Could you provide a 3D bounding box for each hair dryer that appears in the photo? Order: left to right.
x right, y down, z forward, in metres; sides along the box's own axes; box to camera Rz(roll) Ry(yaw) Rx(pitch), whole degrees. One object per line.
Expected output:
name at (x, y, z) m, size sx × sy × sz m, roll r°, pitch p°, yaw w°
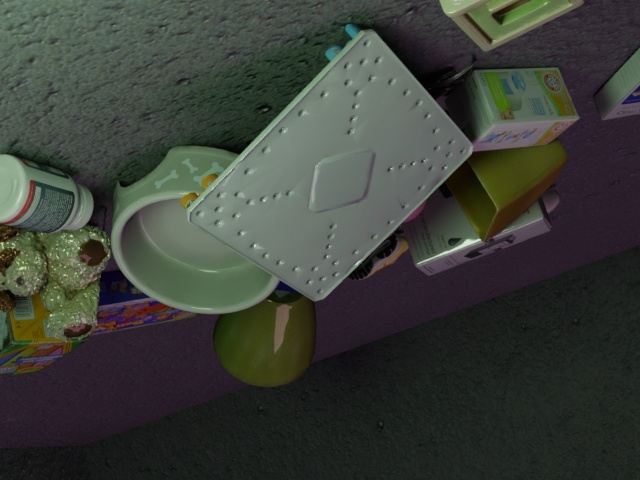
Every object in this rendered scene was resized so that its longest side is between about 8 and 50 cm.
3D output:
hair dryer at (0.132, -0.213, 1.699) m, size 0.223 × 0.080 × 0.293 m, roll -7°, pitch 161°, yaw -31°

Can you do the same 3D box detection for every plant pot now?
plant pot at (-0.123, 0.180, 2.481) m, size 0.275 × 0.275 × 0.293 m, roll -10°, pitch 147°, yaw -20°
plant pot at (0.357, -0.154, 1.912) m, size 0.187 × 0.212 × 0.212 m, roll -27°, pitch 164°, yaw -6°

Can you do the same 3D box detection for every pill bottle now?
pill bottle at (-0.453, -0.068, 1.567) m, size 0.108 × 0.108 × 0.180 m, roll -23°, pitch 161°, yaw 22°

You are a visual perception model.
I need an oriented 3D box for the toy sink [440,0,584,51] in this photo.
toy sink at (0.223, -0.354, 1.243) m, size 0.153 × 0.131 × 0.234 m, roll -24°, pitch 161°, yaw 21°

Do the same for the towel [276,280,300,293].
towel at (-0.116, 0.024, 2.102) m, size 0.308 × 0.076 × 0.227 m, roll 12°, pitch 148°, yaw -15°

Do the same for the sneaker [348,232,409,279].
sneaker at (0.152, 0.046, 2.545) m, size 0.094 × 0.081 × 0.208 m, roll -1°, pitch 157°, yaw -47°

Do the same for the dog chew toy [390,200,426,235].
dog chew toy at (0.069, -0.074, 1.899) m, size 0.332 × 0.207 × 0.206 m, roll -15°, pitch 165°, yaw -30°

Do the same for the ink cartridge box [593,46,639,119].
ink cartridge box at (0.673, -0.342, 1.822) m, size 0.175 × 0.069 × 0.371 m, roll -11°, pitch 165°, yaw -15°

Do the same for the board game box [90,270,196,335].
board game box at (-0.442, 0.138, 2.288) m, size 0.347 × 0.078 × 0.233 m, roll -9°, pitch 162°, yaw -23°

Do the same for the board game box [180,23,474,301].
board game box at (0.023, -0.109, 1.575) m, size 0.390 × 0.050 × 0.390 m, roll -45°, pitch 141°, yaw 7°

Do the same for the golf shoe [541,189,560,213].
golf shoe at (0.527, -0.095, 2.476) m, size 0.176 × 0.069 × 0.086 m, roll -17°, pitch 157°, yaw -2°

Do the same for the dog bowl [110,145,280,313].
dog bowl at (-0.211, -0.004, 1.736) m, size 0.348 × 0.102 × 0.349 m, roll 4°, pitch 136°, yaw 4°

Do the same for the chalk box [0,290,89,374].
chalk box at (-0.648, 0.177, 2.050) m, size 0.179 × 0.180 × 0.289 m, roll 2°, pitch 157°, yaw -46°

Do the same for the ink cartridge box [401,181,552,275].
ink cartridge box at (0.318, -0.077, 2.086) m, size 0.289 × 0.211 × 0.121 m, roll -22°, pitch 161°, yaw 15°

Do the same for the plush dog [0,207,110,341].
plush dog at (-0.514, 0.033, 1.790) m, size 0.225 × 0.210 × 0.262 m, roll 5°, pitch 128°, yaw -19°

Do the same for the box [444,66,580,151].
box at (0.345, -0.237, 1.760) m, size 0.203 × 0.114 × 0.103 m, roll -7°, pitch 160°, yaw -30°
